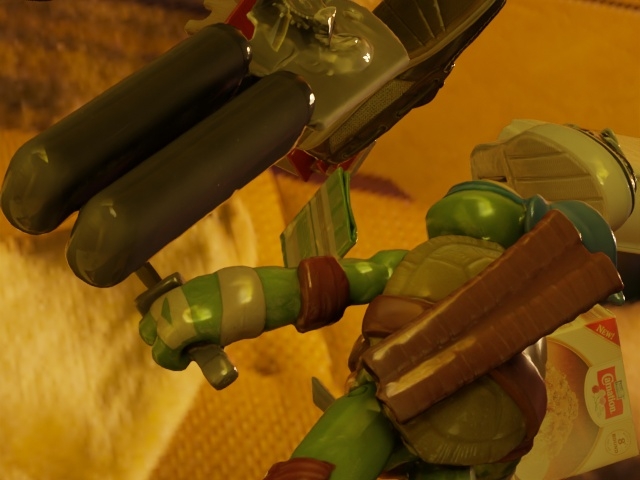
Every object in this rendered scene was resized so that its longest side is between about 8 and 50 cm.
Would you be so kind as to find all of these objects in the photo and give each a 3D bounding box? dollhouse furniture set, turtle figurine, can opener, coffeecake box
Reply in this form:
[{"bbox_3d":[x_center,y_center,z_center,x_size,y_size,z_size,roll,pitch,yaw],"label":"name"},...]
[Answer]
[{"bbox_3d":[-0.048,-0.189,2.134,0.262,0.135,0.259,-56,138,-19],"label":"dollhouse furniture set"},{"bbox_3d":[0.002,0.100,0.805,0.274,0.266,0.198,-1,137,19],"label":"turtle figurine"},{"bbox_3d":[-0.051,-0.049,0.845,0.076,0.283,0.095,38,129,9],"label":"can opener"},{"bbox_3d":[0.183,0.148,1.605,0.185,0.068,0.142,-16,108,-10],"label":"coffeecake box"}]

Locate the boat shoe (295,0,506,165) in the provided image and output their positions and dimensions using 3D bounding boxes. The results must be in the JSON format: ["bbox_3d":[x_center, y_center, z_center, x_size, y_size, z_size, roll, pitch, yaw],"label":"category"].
[{"bbox_3d":[0.066,-0.143,1.437,0.223,0.080,0.073,-38,135,18],"label":"boat shoe"}]

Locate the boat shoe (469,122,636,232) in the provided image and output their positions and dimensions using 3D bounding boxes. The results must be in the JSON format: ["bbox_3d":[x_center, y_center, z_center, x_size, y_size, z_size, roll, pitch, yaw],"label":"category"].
[{"bbox_3d":[0.259,-0.077,1.822,0.119,0.335,0.121,-18,102,-13],"label":"boat shoe"}]

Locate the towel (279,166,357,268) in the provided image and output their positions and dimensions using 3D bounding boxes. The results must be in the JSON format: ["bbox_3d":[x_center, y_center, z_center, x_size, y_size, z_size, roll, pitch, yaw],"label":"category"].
[{"bbox_3d":[0.000,0.000,2.069,0.023,0.113,0.152,11,142,-28],"label":"towel"}]

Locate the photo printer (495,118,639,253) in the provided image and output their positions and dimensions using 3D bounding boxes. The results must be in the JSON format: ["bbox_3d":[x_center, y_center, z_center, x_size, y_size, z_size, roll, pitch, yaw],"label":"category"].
[{"bbox_3d":[0.391,-0.054,2.091,0.307,0.256,0.107,7,105,-30],"label":"photo printer"}]
